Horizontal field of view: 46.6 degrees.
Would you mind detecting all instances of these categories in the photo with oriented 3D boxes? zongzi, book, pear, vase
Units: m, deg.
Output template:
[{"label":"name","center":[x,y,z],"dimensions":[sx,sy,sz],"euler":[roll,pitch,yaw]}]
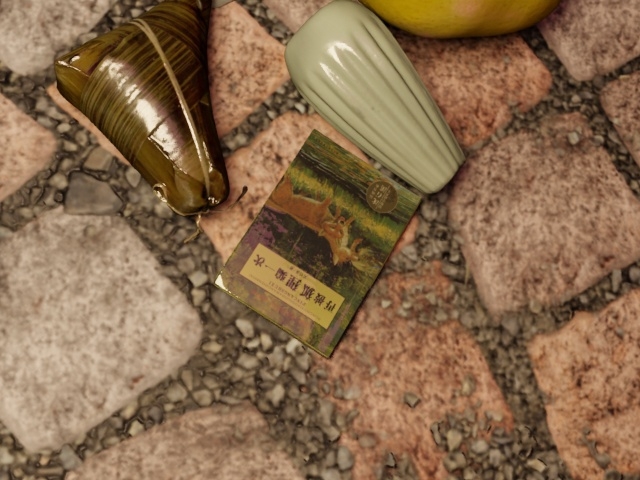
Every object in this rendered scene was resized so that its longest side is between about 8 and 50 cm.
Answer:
[{"label":"zongzi","center":[-0.136,-0.166,0.855],"dimensions":[0.241,0.111,0.247],"euler":[-41,91,-22]},{"label":"book","center":[0.000,0.000,0.875],"dimensions":[0.160,0.024,0.228],"euler":[33,72,-3]},{"label":"pear","center":[0.148,-0.367,0.888],"dimensions":[0.336,0.285,0.285],"euler":[47,69,-34]},{"label":"vase","center":[0.072,-0.163,0.883],"dimensions":[0.128,0.128,0.248],"euler":[-44,94,-17]}]

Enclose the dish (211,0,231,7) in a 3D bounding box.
[{"label":"dish","center":[-0.123,-0.341,0.933],"dimensions":[0.137,0.039,0.091],"euler":[3,75,-8]}]
